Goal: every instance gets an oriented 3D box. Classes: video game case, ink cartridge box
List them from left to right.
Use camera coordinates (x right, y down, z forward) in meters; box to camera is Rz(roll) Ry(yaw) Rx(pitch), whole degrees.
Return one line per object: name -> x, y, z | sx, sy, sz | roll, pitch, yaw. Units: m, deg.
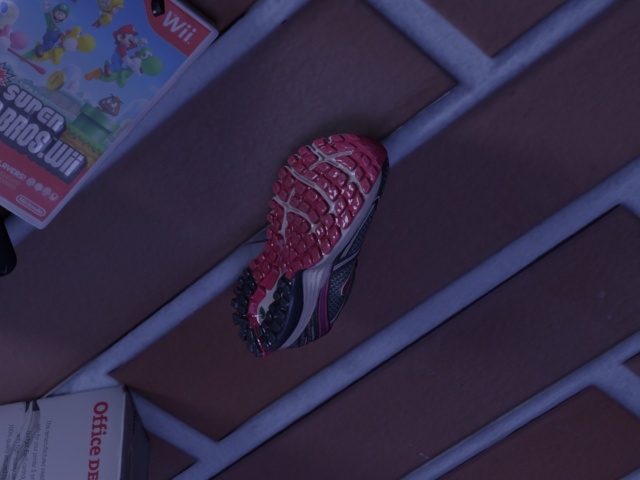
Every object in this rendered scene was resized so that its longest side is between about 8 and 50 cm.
ink cartridge box -> -0.374, 0.321, 1.909 | 0.307, 0.223, 0.129 | -10, 134, 6
video game case -> -0.267, -0.163, 1.540 | 0.204, 0.025, 0.285 | 35, 106, -31

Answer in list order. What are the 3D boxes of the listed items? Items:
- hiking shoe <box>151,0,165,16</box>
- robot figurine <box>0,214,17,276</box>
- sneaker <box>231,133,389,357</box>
hiking shoe -> -0.185, -0.313, 1.395 | 0.086, 0.114, 0.227 | -22, 130, 16
robot figurine -> -0.458, 0.024, 1.657 | 0.173, 0.209, 0.278 | 26, 142, 29
sneaker -> 0.000, 0.000, 1.716 | 0.112, 0.121, 0.299 | -7, 141, -38
